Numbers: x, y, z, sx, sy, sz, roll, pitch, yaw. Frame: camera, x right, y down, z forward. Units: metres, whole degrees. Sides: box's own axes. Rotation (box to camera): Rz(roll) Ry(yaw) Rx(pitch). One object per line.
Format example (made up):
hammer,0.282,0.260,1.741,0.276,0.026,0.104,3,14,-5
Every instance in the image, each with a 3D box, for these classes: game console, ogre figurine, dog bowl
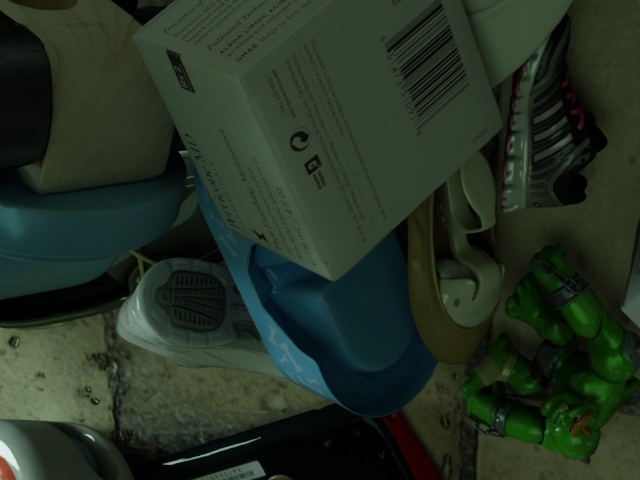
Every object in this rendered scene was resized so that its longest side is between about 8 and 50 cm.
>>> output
game console,-0.022,0.327,1.530,0.386,0.060,0.342,-21,108,28
ogre figurine,0.193,0.102,1.282,0.118,0.097,0.197,33,113,18
dog bowl,0.000,0.000,1.236,0.074,0.166,0.297,2,126,44

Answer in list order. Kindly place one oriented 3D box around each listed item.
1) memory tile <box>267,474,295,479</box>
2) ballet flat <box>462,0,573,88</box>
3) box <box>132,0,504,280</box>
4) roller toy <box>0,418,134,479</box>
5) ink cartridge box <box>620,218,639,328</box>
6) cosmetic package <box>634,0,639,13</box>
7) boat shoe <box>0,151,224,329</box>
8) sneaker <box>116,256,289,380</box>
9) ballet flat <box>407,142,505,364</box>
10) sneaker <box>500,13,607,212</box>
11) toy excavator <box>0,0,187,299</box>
memory tile,-0.001,0.285,1.457,0.113,0.012,0.148,9,120,16
ballet flat,0.143,-0.254,1.021,0.139,0.139,0.400,34,126,-5
box,0.004,-0.106,1.059,0.119,0.182,0.181,26,150,45
roller toy,-0.268,0.266,1.472,0.191,0.146,0.209,-16,74,35
ink cartridge box,0.424,0.032,1.128,0.272,0.130,0.309,45,125,-14
cosmetic package,0.319,-0.157,0.983,0.184,0.151,0.151,5,131,54
boat shoe,-0.164,0.004,1.332,0.305,0.091,0.109,-18,115,28
sneaker,-0.065,0.073,1.335,0.232,0.090,0.115,18,158,-26
ballet flat,0.106,0.000,1.226,0.073,0.080,0.232,21,128,52
sneaker,0.178,-0.094,1.173,0.075,0.063,0.170,6,121,4
toy excavator,-0.295,-0.035,1.233,0.433,0.222,0.445,39,124,37
